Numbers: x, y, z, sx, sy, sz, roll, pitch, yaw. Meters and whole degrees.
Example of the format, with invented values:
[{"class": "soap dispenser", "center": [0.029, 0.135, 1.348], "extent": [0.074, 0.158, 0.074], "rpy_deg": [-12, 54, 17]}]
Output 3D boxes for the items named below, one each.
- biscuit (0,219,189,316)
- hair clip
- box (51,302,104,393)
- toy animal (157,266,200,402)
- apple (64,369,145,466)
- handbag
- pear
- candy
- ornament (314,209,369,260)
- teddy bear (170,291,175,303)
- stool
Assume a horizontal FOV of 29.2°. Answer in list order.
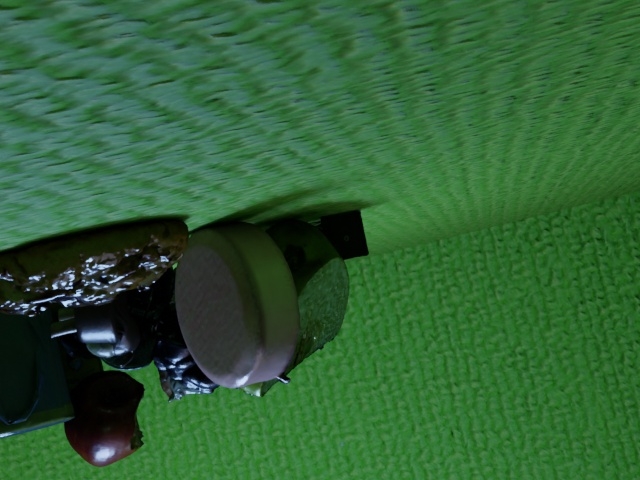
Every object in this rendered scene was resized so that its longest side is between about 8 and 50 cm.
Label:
[{"class": "biscuit", "center": [-0.321, 0.044, 1.655], "extent": [0.289, 0.081, 0.334], "rpy_deg": [-13, 175, -17]}, {"class": "hair clip", "center": [-0.302, 0.156, 2.119], "extent": [0.310, 0.194, 0.206], "rpy_deg": [13, 159, 7]}, {"class": "box", "center": [-0.475, 0.199, 2.239], "extent": [0.064, 0.220, 0.141], "rpy_deg": [-13, 177, 36]}, {"class": "toy animal", "center": [-0.262, 0.157, 2.272], "extent": [0.170, 0.255, 0.090], "rpy_deg": [-30, 160, 23]}, {"class": "apple", "center": [-0.382, 0.322, 2.162], "extent": [0.147, 0.156, 0.158], "rpy_deg": [-19, 142, -33]}, {"class": "handbag", "center": [-0.566, 0.215, 2.059], "extent": [0.263, 0.241, 0.222], "rpy_deg": [-8, 174, -38]}, {"class": "pear", "center": [-0.072, 0.088, 2.010], "extent": [0.159, 0.292, 0.292], "rpy_deg": [30, -168, 19]}, {"class": "candy", "center": [-0.123, 0.101, 1.813], "extent": [0.094, 0.255, 0.255], "rpy_deg": [-10, 175, -34]}, {"class": "ornament", "center": [0.003, 0.008, 2.180], "extent": [0.088, 0.081, 0.203], "rpy_deg": [-11, 175, -29]}, {"class": "teddy bear", "center": [-0.302, 0.101, 2.579], "extent": [0.160, 0.078, 0.119], "rpy_deg": [-34, 170, -48]}, {"class": "stool", "center": [-0.355, 0.117, 1.931], "extent": [0.121, 0.125, 0.217], "rpy_deg": [-6, 139, 2]}]
